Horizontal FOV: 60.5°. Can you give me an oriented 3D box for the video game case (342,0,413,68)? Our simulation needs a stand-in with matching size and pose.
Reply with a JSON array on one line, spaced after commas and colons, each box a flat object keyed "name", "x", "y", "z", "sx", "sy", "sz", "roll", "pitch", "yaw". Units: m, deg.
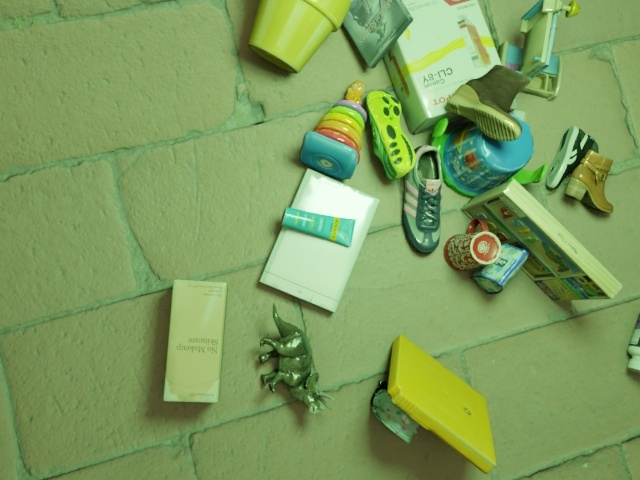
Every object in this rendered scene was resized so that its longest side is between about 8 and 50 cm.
[{"name": "video game case", "x": 0.135, "y": -0.665, "z": 1.568, "sx": 0.026, "sy": 0.196, "sz": 0.274, "roll": -17, "pitch": 74, "yaw": -38}]

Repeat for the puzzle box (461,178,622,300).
[{"name": "puzzle box", "x": 0.607, "y": 0.012, "z": 1.551, "sx": 0.409, "sy": 0.272, "sz": 0.052, "roll": 44, "pitch": 79, "yaw": -1}]

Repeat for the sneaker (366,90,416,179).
[{"name": "sneaker", "x": 0.184, "y": -0.310, "z": 1.600, "sx": 0.110, "sy": 0.123, "sz": 0.295, "roll": -1, "pitch": 65, "yaw": -24}]

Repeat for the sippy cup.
[{"name": "sippy cup", "x": 0.488, "y": -0.256, "z": 1.583, "sx": 0.306, "sy": 0.224, "sz": 0.240, "roll": -13, "pitch": 87, "yaw": -10}]

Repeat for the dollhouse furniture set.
[{"name": "dollhouse furniture set", "x": 0.660, "y": -0.497, "z": 1.593, "sx": 0.198, "sy": 0.303, "sz": 0.286, "roll": 11, "pitch": 83, "yaw": -6}]

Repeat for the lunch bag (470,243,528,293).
[{"name": "lunch bag", "x": 0.524, "y": 0.083, "z": 1.591, "sx": 0.096, "sy": 0.151, "sz": 0.129, "roll": 42, "pitch": 81, "yaw": -3}]

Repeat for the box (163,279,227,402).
[{"name": "box", "x": -0.328, "y": 0.263, "z": 1.460, "sx": 0.148, "sy": 0.121, "sz": 0.311, "roll": 3, "pitch": 84, "yaw": -9}]

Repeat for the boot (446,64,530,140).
[{"name": "boot", "x": 0.483, "y": -0.375, "z": 1.449, "sx": 0.207, "sy": 0.090, "sz": 0.248, "roll": -36, "pitch": 50, "yaw": -13}]

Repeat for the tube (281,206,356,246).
[{"name": "tube", "x": -0.005, "y": -0.044, "z": 1.533, "sx": 0.207, "sy": 0.052, "sz": 0.080, "roll": 13, "pitch": 89, "yaw": -12}]

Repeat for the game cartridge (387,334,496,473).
[{"name": "game cartridge", "x": 0.320, "y": 0.426, "z": 1.473, "sx": 0.324, "sy": 0.285, "sz": 0.052, "roll": 37, "pitch": 112, "yaw": -3}]

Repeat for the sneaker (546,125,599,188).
[{"name": "sneaker", "x": 0.794, "y": -0.240, "z": 1.700, "sx": 0.121, "sy": 0.079, "sz": 0.216, "roll": 26, "pitch": 80, "yaw": -5}]

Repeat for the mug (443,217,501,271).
[{"name": "mug", "x": 0.434, "y": 0.011, "z": 1.575, "sx": 0.113, "sy": 0.169, "sz": 0.150, "roll": -8, "pitch": 86, "yaw": -9}]

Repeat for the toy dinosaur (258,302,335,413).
[{"name": "toy dinosaur", "x": -0.082, "y": 0.324, "z": 1.511, "sx": 0.160, "sy": 0.121, "sz": 0.313, "roll": -10, "pitch": 81, "yaw": -21}]

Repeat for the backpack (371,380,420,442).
[{"name": "backpack", "x": 0.218, "y": 0.469, "z": 1.491, "sx": 0.152, "sy": 0.182, "sz": 0.115, "roll": 30, "pitch": 81, "yaw": -5}]

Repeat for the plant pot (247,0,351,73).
[{"name": "plant pot", "x": -0.080, "y": -0.614, "z": 1.536, "sx": 0.254, "sy": 0.254, "sz": 0.239, "roll": 28, "pitch": 96, "yaw": -5}]

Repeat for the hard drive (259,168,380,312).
[{"name": "hard drive", "x": 0.000, "y": 0.000, "z": 1.574, "sx": 0.233, "sy": 0.047, "sz": 0.353, "roll": 23, "pitch": 81, "yaw": -5}]

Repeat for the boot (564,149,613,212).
[{"name": "boot", "x": 0.850, "y": -0.175, "z": 1.671, "sx": 0.197, "sy": 0.073, "sz": 0.152, "roll": 21, "pitch": 99, "yaw": -25}]

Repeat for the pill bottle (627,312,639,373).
[{"name": "pill bottle", "x": 1.001, "y": 0.310, "z": 1.661, "sx": 0.108, "sy": 0.108, "sz": 0.193, "roll": 24, "pitch": 81, "yaw": -5}]

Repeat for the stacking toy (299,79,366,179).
[{"name": "stacking toy", "x": 0.068, "y": -0.340, "z": 1.583, "sx": 0.166, "sy": 0.175, "sz": 0.301, "roll": 23, "pitch": 68, "yaw": -1}]

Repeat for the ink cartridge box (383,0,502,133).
[{"name": "ink cartridge box", "x": 0.350, "y": -0.548, "z": 1.623, "sx": 0.279, "sy": 0.160, "sz": 0.384, "roll": -19, "pitch": 88, "yaw": -9}]

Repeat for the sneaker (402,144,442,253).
[{"name": "sneaker", "x": 0.302, "y": -0.121, "z": 1.588, "sx": 0.112, "sy": 0.131, "sz": 0.318, "roll": -4, "pitch": 85, "yaw": -9}]
